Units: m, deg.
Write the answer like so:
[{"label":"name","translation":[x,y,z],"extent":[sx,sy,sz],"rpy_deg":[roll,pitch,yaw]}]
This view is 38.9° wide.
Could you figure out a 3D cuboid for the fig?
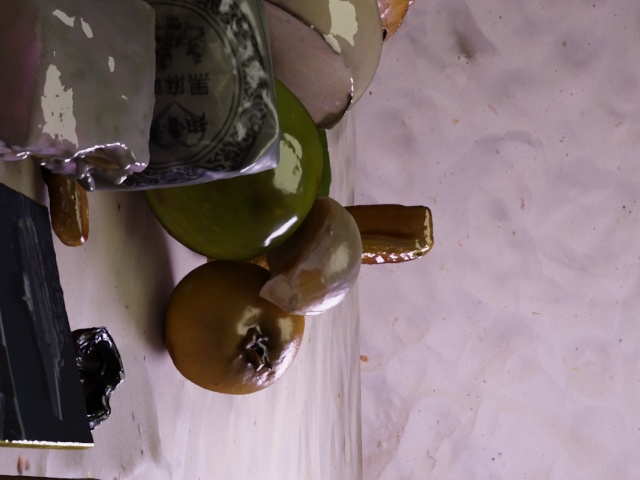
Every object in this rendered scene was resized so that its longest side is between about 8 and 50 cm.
[{"label":"fig","translation":[-0.141,-0.129,1.218],"extent":[0.326,0.258,0.258],"rpy_deg":[55,28,-28]}]

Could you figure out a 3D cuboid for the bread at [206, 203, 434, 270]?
[{"label":"bread","translation":[0.000,0.000,1.520],"extent":[0.185,0.380,0.109],"rpy_deg":[57,28,-88]}]

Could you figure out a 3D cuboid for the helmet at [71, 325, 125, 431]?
[{"label":"helmet","translation":[-0.269,0.149,0.984],"extent":[0.123,0.070,0.098],"rpy_deg":[-67,148,-47]}]

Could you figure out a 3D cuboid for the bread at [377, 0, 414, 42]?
[{"label":"bread","translation":[-0.033,-0.411,1.554],"extent":[0.337,0.358,0.204],"rpy_deg":[116,-39,-61]}]

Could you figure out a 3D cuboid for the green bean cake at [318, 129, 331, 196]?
[{"label":"green bean cake","translation":[-0.072,-0.161,1.749],"extent":[0.247,0.156,0.250],"rpy_deg":[-75,161,-56]}]

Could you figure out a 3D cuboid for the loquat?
[{"label":"loquat","translation":[-0.130,0.128,1.341],"extent":[0.208,0.208,0.208],"rpy_deg":[-1,90,-78]}]

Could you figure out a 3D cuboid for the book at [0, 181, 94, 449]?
[{"label":"book","translation":[-0.302,0.043,0.758],"extent":[0.374,0.028,0.262],"rpy_deg":[52,22,-72]}]

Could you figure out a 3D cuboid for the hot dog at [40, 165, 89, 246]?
[{"label":"hot dog","translation":[-0.284,-0.101,0.993],"extent":[0.066,0.047,0.215],"rpy_deg":[-111,-162,-82]}]

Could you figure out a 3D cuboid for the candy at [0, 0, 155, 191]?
[{"label":"candy","translation":[-0.249,-0.157,0.861],"extent":[0.185,0.137,0.195],"rpy_deg":[11,78,-61]}]

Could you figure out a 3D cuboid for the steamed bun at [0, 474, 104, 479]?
[{"label":"steamed bun","translation":[-0.243,0.315,0.732],"extent":[0.199,0.251,0.301],"rpy_deg":[-90,179,-71]}]

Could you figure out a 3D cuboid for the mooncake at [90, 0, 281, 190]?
[{"label":"mooncake","translation":[-0.173,-0.186,1.033],"extent":[0.136,0.254,0.250],"rpy_deg":[-26,112,-75]}]

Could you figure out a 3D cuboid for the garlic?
[{"label":"garlic","translation":[-0.025,0.009,1.331],"extent":[0.245,0.164,0.145],"rpy_deg":[-114,-161,-55]}]

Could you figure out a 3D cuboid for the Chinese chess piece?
[{"label":"Chinese chess piece","translation":[-0.079,-0.297,1.290],"extent":[0.338,0.338,0.140],"rpy_deg":[70,35,-58]}]
